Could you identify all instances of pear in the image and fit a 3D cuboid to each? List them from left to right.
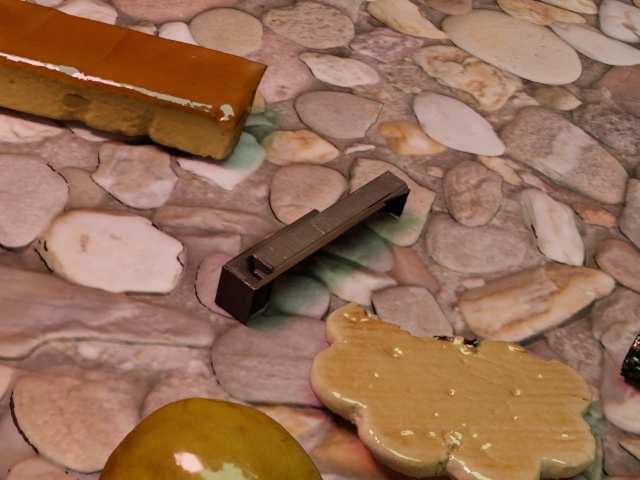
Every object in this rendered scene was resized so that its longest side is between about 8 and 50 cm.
[{"bbox_3d":[-0.071,0.182,0.672,0.149,0.149,0.162,-24,46,-40],"label":"pear"}]

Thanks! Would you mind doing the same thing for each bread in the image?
[{"bbox_3d":[-0.247,-0.182,1.118,0.361,0.077,0.138,14,37,-2],"label":"bread"},{"bbox_3d":[0.111,0.141,0.875,0.251,0.039,0.182,15,38,-1],"label":"bread"}]

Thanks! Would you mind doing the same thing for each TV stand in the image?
[{"bbox_3d":[0.000,0.000,1.004,0.040,0.049,0.256,35,41,21],"label":"TV stand"}]

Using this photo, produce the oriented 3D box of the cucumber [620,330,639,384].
[{"bbox_3d":[0.413,0.171,0.926,0.293,0.067,0.067,32,41,19],"label":"cucumber"}]
